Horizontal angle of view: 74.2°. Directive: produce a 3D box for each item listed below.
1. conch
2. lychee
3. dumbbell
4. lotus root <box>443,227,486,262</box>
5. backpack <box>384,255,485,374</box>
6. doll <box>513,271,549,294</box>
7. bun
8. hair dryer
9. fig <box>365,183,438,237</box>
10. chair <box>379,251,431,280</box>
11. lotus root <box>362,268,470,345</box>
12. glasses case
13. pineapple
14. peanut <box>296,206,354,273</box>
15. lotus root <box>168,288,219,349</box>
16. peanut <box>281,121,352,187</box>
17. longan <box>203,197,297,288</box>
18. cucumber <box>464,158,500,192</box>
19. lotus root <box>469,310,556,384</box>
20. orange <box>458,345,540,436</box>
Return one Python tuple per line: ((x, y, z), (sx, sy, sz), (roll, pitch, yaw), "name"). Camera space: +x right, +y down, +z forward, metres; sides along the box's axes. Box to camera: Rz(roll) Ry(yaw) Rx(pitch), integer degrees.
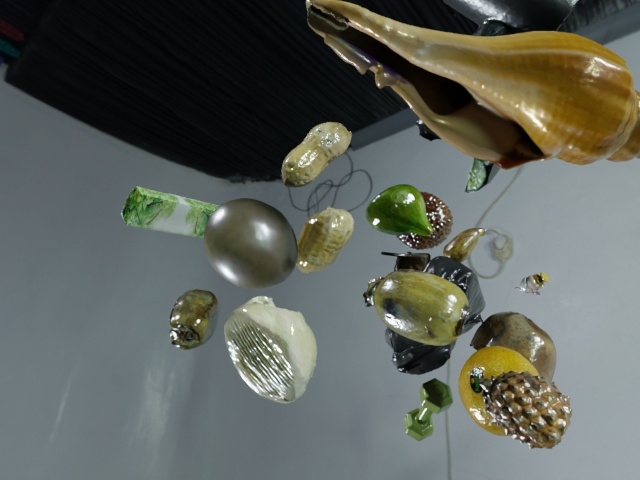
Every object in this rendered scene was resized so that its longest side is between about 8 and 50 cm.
((0.144, -0.136, 0.357), (0.109, 0.331, 0.093), (112, -176, -58), "conch")
((0.431, -0.075, 1.819), (0.268, 0.268, 0.267), (-22, 56, 37), "lychee")
((0.405, 0.646, 1.607), (0.121, 0.108, 0.301), (-88, 6, -48), "dumbbell")
((0.558, 0.011, 1.645), (0.190, 0.095, 0.108), (-50, 4, 4), "lotus root")
((0.413, 0.291, 1.553), (0.445, 0.363, 0.255), (-47, 47, -4), "backpack")
((0.818, 0.178, 1.638), (0.127, 0.073, 0.084), (-42, 62, 39), "doll")
((-0.089, 0.204, 0.830), (0.210, 0.116, 0.237), (44, 132, 12), "bun")
((0.209, -0.316, 0.662), (0.245, 0.116, 0.302), (33, 99, 5), "hair dryer")
((0.291, -0.073, 1.457), (0.203, 0.203, 0.235), (-46, 77, 20), "fig")
((0.431, 0.134, 1.966), (0.186, 0.319, 0.159), (0, 83, 47), "chair")
((0.199, 0.139, 0.957), (0.278, 0.154, 0.153), (17, 83, 41), "lotus root")
((-0.371, -0.068, 1.123), (0.062, 0.272, 0.095), (44, 110, 37), "glasses case")
((0.449, 0.365, 0.953), (0.193, 0.166, 0.166), (27, 91, 21), "pineapple")
((0.000, 0.000, 1.180), (0.224, 0.129, 0.129), (-53, 42, 18), "peanut")
((-0.432, 0.270, 1.463), (0.274, 0.160, 0.151), (-105, 7, -68), "lotus root")
((-0.012, -0.203, 0.979), (0.214, 0.099, 0.100), (-45, 39, -15), "peanut")
((-0.152, 0.005, 0.917), (0.220, 0.197, 0.196), (39, 100, 38), "longan")
((0.335, -0.185, 0.776), (0.046, 0.070, 0.220), (28, 75, 35), "cucumber")
((0.658, 0.351, 1.403), (0.272, 0.272, 0.191), (27, 85, 48), "lotus root")
((0.490, 0.406, 1.153), (0.237, 0.236, 0.236), (-22, 56, 37), "orange")
